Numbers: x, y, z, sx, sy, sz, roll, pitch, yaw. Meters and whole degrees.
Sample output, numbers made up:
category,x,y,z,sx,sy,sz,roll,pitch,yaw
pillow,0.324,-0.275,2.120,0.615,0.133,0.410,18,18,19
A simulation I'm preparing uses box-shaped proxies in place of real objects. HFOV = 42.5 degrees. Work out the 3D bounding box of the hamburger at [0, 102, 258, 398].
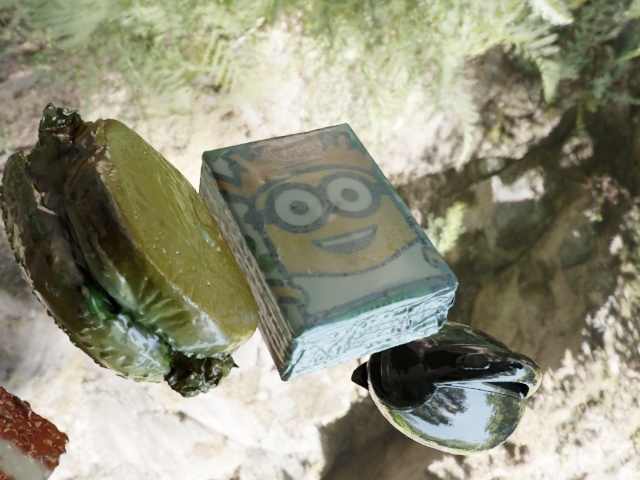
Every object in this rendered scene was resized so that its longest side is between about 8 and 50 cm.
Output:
category,x,y,z,sx,sy,sz,roll,pitch,yaw
hamburger,-0.141,0.019,0.603,0.122,0.215,0.189,-35,160,5

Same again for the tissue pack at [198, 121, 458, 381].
category,x,y,z,sx,sy,sz,roll,pitch,yaw
tissue pack,0.000,0.000,1.061,0.228,0.128,0.311,-14,-125,-24

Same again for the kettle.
category,x,y,z,sx,sy,sz,roll,pitch,yaw
kettle,0.205,0.208,1.260,0.268,0.290,0.207,-11,-114,28

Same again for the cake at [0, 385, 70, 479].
category,x,y,z,sx,sy,sz,roll,pitch,yaw
cake,-0.595,0.386,1.227,0.270,0.269,0.319,-41,-163,30
